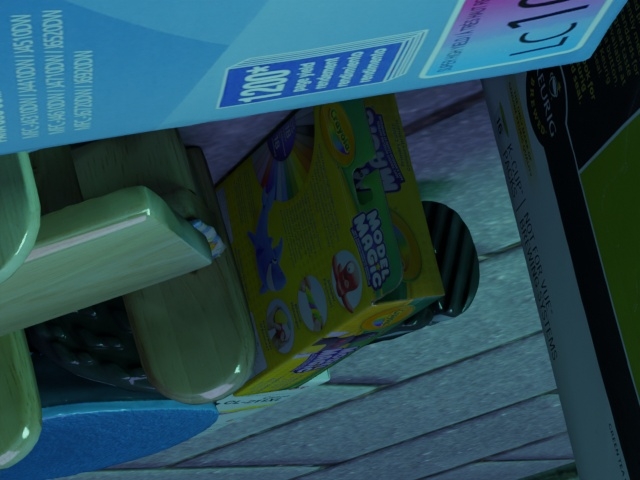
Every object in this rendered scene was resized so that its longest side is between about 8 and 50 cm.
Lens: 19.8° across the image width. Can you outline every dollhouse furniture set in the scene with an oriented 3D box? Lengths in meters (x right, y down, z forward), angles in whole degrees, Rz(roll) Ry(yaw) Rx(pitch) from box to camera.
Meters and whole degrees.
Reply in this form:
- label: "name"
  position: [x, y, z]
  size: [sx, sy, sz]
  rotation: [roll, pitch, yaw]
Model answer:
- label: "dollhouse furniture set"
  position: [-0.241, 0.087, 0.880]
  size: [0.394, 0.256, 0.362]
  rotation: [-18, 166, 7]

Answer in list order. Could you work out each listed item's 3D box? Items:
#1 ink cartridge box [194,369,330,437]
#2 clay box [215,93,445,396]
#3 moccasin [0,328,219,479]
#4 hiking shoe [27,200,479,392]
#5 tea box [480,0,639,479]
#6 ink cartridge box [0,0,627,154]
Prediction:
- label: "ink cartridge box"
  position: [-0.098, 0.104, 1.455]
  size: [0.127, 0.072, 0.175]
  rotation: [2, 159, -42]
- label: "clay box"
  position: [0.000, 0.000, 1.061]
  size: [0.053, 0.127, 0.222]
  rotation: [-5, 164, -30]
- label: "moccasin"
  position: [-0.236, 0.093, 1.240]
  size: [0.342, 0.116, 0.137]
  rotation: [0, 150, -25]
- label: "hiking shoe"
  position: [-0.047, 0.049, 1.230]
  size: [0.304, 0.113, 0.132]
  rotation: [-5, 168, -15]
- label: "tea box"
  position: [0.253, -0.005, 0.865]
  size: [0.220, 0.329, 0.323]
  rotation: [-8, 165, -14]
- label: "ink cartridge box"
  position: [-0.096, -0.129, 0.488]
  size: [0.395, 0.151, 0.270]
  rotation: [-9, 164, -9]
